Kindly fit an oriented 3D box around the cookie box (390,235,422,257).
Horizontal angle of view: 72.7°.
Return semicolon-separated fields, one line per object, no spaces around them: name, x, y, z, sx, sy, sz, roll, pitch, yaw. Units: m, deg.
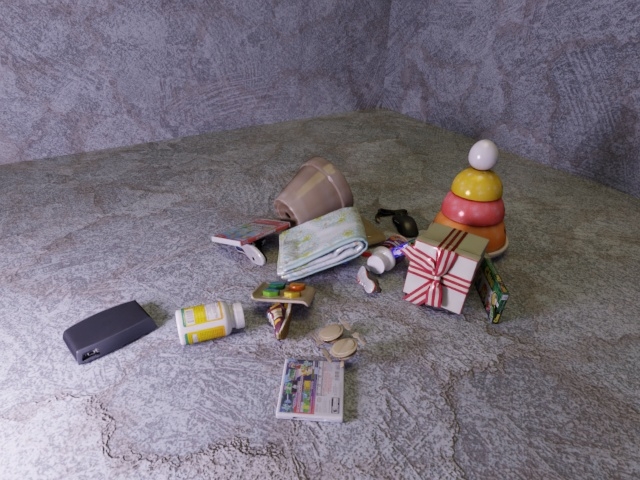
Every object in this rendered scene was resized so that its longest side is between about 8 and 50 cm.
cookie box;0.349;0.025;1.724;0.107;0.040;0.091;-20;-4;-42

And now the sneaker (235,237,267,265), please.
sneaker;-0.265;0.025;1.854;0.121;0.079;0.216;-25;39;-34

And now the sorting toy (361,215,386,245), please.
sorting toy;0.114;-0.018;1.986;0.307;0.041;0.229;-15;35;-18

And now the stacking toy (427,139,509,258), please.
stacking toy;0.662;-0.188;1.852;0.350;0.480;0.351;1;32;0

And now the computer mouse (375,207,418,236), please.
computer mouse;0.365;-0.102;2.104;0.183;0.060;0.262;-1;31;-5

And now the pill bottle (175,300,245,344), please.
pill bottle;-0.358;0.263;1.422;0.208;0.118;0.118;-10;33;-17

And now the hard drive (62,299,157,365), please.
hard drive;-0.693;0.289;1.428;0.254;0.054;0.172;-25;40;-36

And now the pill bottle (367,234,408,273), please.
pill bottle;0.278;0.059;1.788;0.108;0.108;0.193;23;38;31

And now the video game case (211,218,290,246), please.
video game case;-0.301;-0.039;1.898;0.204;0.025;0.285;9;24;42

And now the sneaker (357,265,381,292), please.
sneaker;0.192;0.159;1.690;0.064;0.061;0.158;19;25;-25

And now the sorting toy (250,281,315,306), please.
sorting toy;-0.129;0.185;1.577;0.208;0.038;0.193;6;10;6

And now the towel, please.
towel;0.000;0.000;1.780;0.374;0.090;0.321;-21;30;8

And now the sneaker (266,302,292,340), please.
sneaker;-0.147;0.271;1.470;0.083;0.070;0.185;5;23;5

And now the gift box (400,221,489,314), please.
gift box;0.439;0.101;1.603;0.276;0.255;0.258;16;27;25

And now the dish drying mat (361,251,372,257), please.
dish drying mat;0.185;0.057;1.886;0.083;0.008;0.032;13;32;20

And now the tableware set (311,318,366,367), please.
tableware set;0.058;0.327;1.385;0.128;0.039;0.194;-23;21;-13

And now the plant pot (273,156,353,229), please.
plant pot;-0.053;-0.185;2.037;0.280;0.323;0.323;-39;47;-25

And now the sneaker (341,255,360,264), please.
sneaker;0.075;0.072;1.791;0.221;0.087;0.083;-21;27;-3

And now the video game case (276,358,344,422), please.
video game case;-0.024;0.428;1.254;0.183;0.023;0.201;3;32;3

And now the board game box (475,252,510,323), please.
board game box;0.619;0.168;1.593;0.030;0.136;0.260;8;31;-2
